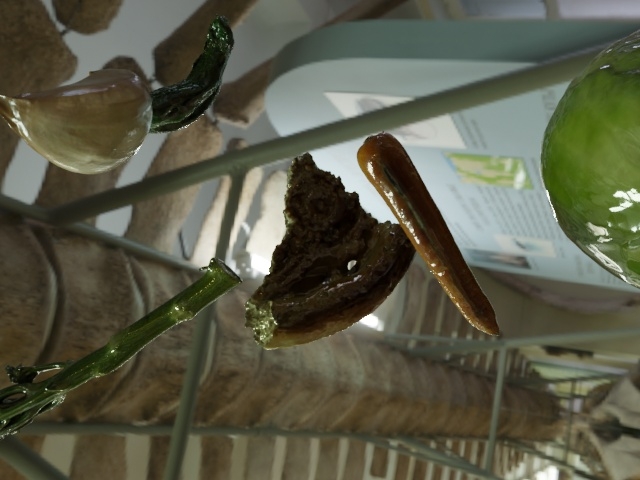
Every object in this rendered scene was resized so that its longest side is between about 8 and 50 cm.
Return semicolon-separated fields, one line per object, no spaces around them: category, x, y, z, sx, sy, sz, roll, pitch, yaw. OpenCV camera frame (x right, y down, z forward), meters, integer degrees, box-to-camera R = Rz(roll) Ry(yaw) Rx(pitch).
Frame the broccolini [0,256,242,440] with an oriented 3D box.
broccolini;-0.260;0.121;0.881;0.074;0.392;0.079;57;-171;0

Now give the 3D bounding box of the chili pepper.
chili pepper;-0.235;-0.226;1.197;0.122;0.279;0.065;59;171;-16

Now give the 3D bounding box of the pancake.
pancake;0.000;0.000;1.043;0.266;0.057;0.244;-18;-95;-25

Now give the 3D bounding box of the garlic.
garlic;-0.262;-0.143;0.908;0.206;0.115;0.128;-30;-74;-65

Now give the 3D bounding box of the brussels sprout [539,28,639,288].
brussels sprout;0.379;-0.081;0.781;0.281;0.289;0.354;-41;4;-6

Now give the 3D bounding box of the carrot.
carrot;0.087;0.000;0.613;0.190;0.037;0.037;58;-149;-7
